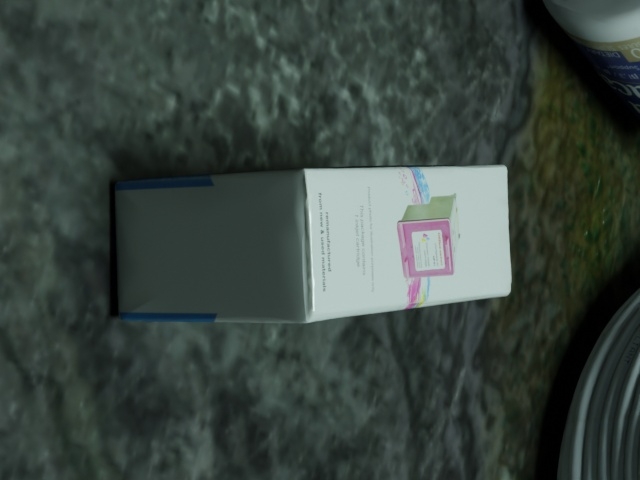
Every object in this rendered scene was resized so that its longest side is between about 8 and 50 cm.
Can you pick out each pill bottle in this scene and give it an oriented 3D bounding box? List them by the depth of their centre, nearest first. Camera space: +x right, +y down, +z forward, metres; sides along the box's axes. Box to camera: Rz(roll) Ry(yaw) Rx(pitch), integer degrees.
[{"bbox_3d":[0.182,-0.097,0.842,0.169,0.094,0.094,39,62,-45],"label":"pill bottle"}]

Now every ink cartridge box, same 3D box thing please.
[{"bbox_3d":[0.000,0.000,0.621,0.122,0.088,0.052,-2,90,-52],"label":"ink cartridge box"}]

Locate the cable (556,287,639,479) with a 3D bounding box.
[{"bbox_3d":[0.232,0.126,0.856,0.257,0.089,0.257,11,76,-26],"label":"cable"}]
